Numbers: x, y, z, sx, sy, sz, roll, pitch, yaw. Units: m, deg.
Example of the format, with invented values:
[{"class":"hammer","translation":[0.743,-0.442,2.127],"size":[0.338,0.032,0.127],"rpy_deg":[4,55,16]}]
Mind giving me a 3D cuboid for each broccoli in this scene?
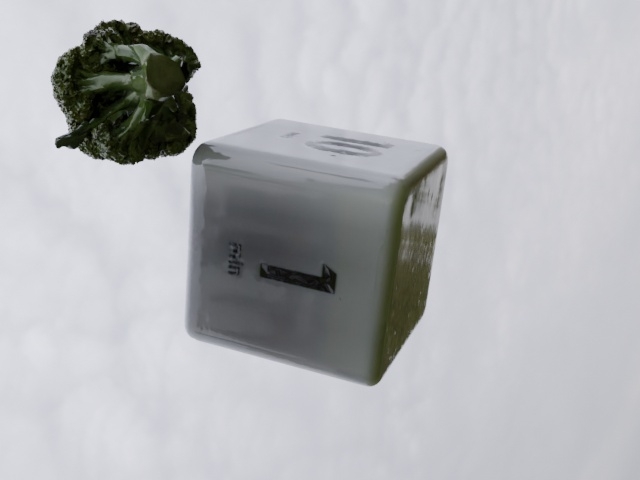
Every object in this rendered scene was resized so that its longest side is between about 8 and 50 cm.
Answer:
[{"class":"broccoli","translation":[-0.159,-0.125,0.655],"size":[0.131,0.120,0.130],"rpy_deg":[17,-107,-38]}]

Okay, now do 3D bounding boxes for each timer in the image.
[{"class":"timer","translation":[0.000,0.000,0.747],"size":[0.192,0.195,0.194],"rpy_deg":[-37,-45,-63]}]
